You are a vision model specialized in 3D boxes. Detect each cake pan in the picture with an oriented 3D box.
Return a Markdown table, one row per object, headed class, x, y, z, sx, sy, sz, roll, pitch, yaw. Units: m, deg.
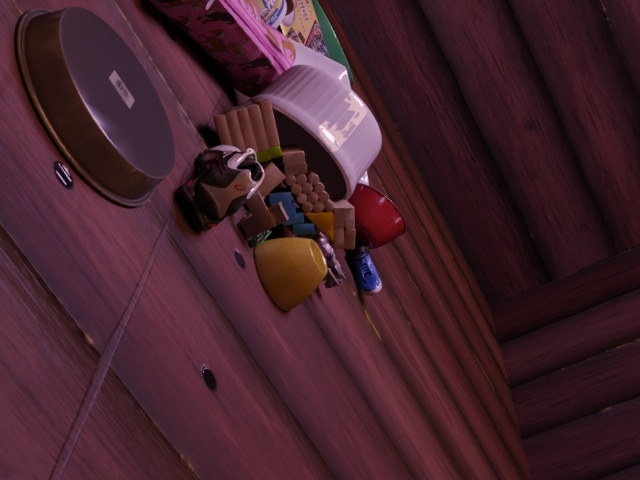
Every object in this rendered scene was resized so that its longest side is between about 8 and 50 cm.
| class | x | y | z | sx | sy | sz | roll | pitch | yaw |
| --- | --- | --- | --- | --- | --- | --- | --- | --- | --- |
| cake pan | -0.288 | -0.188 | 1.203 | 0.293 | 0.054 | 0.293 | 58 | 16 | -27 |

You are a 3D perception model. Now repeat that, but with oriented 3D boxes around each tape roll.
| class | x | y | z | sx | sy | sz | roll | pitch | yaw |
| --- | --- | --- | --- | --- | --- | --- | --- | --- | --- |
| tape roll | -0.008 | -0.583 | 2.621 | 0.321 | 0.077 | 0.321 | 62 | 0 | 1 |

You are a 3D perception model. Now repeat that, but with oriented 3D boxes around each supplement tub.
| class | x | y | z | sx | sy | sz | roll | pitch | yaw |
| --- | --- | --- | --- | --- | --- | --- | --- | --- | --- |
| supplement tub | -0.179 | -0.558 | 1.994 | 0.200 | 0.144 | 0.144 | 47 | 23 | -50 |

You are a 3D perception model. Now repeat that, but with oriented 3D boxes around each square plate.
| class | x | y | z | sx | sy | sz | roll | pitch | yaw |
| --- | --- | --- | --- | --- | --- | --- | --- | --- | --- |
| square plate | 0.008 | -0.314 | 2.295 | 0.347 | 0.049 | 0.344 | 5 | 73 | -63 |

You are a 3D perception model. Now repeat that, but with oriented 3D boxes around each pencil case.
| class | x | y | z | sx | sy | sz | roll | pitch | yaw |
| --- | --- | --- | --- | --- | --- | --- | --- | --- | --- |
| pencil case | -0.188 | -0.427 | 1.732 | 0.386 | 0.160 | 0.167 | 42 | 27 | -59 |

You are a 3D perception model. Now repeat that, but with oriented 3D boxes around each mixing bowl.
| class | x | y | z | sx | sy | sz | roll | pitch | yaw |
| --- | --- | --- | --- | --- | --- | --- | --- | --- | --- |
| mixing bowl | 0.112 | -0.044 | 2.211 | 0.181 | 0.098 | 0.181 | 34 | -23 | 16 |

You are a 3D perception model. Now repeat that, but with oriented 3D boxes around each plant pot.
| class | x | y | z | sx | sy | sz | roll | pitch | yaw |
| --- | --- | --- | --- | --- | --- | --- | --- | --- | --- |
| plant pot | -0.044 | 0.048 | 1.595 | 0.134 | 0.095 | 0.134 | 58 | 16 | -28 |

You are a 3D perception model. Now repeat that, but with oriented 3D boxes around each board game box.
| class | x | y | z | sx | sy | sz | roll | pitch | yaw |
| --- | --- | --- | --- | --- | --- | --- | --- | --- | --- |
| board game box | -0.055 | -0.527 | 2.379 | 0.165 | 0.042 | 0.243 | -36 | 112 | -47 |

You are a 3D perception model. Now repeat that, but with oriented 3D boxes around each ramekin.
| class | x | y | z | sx | sy | sz | roll | pitch | yaw |
| --- | --- | --- | --- | --- | --- | --- | --- | --- | --- |
| ramekin | -0.011 | -0.216 | 1.773 | 0.277 | 0.135 | 0.277 | 36 | -19 | 14 |

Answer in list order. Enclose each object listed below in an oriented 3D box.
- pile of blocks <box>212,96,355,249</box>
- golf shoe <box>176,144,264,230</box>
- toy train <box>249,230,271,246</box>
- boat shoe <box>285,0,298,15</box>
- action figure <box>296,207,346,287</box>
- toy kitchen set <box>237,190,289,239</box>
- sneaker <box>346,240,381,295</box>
| class | x | y | z | sx | sy | sz | roll | pitch | yaw |
| --- | --- | --- | --- | --- | --- | --- | --- | --- | --- |
| pile of blocks | -0.074 | -0.114 | 1.683 | 0.362 | 0.149 | 0.112 | 50 | 0 | -21 |
| golf shoe | -0.139 | -0.101 | 1.460 | 0.105 | 0.120 | 0.273 | 59 | 15 | -18 |
| toy train | -0.108 | -0.007 | 1.601 | 0.017 | 0.023 | 0.083 | 58 | 16 | -8 |
| boat shoe | -0.182 | -0.628 | 2.116 | 0.341 | 0.121 | 0.110 | 32 | 33 | -37 |
| action figure | 0.000 | 0.000 | 1.842 | 0.285 | 0.099 | 0.185 | -57 | 128 | -69 |
| toy kitchen set | -0.103 | -0.057 | 1.576 | 0.068 | 0.083 | 0.075 | 63 | 15 | -11 |
| sneaker | 0.101 | 0.062 | 2.148 | 0.152 | 0.058 | 0.084 | -101 | 166 | -55 |
